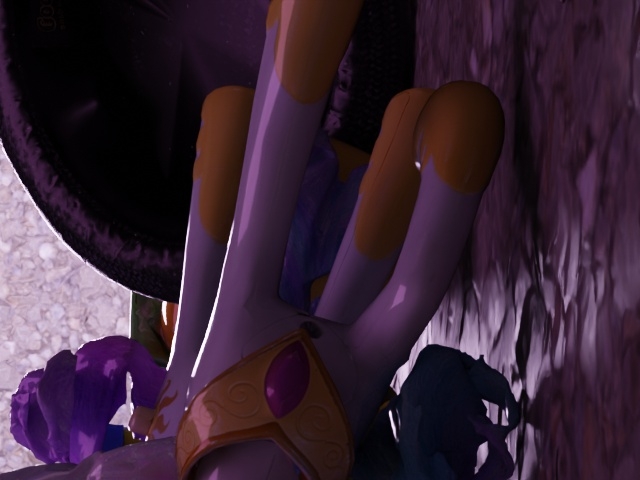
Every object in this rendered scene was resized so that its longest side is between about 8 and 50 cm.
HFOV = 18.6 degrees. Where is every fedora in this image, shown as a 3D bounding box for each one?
[{"bbox_3d":[-0.054,-0.127,1.205,0.152,0.334,0.334,-2,-85,-59],"label":"fedora"}]

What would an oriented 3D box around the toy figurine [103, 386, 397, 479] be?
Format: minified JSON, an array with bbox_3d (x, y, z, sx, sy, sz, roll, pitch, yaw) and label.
[{"bbox_3d":[-0.084,0.176,1.146,0.362,0.217,0.191,122,158,-75],"label":"toy figurine"}]

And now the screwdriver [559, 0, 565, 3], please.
[{"bbox_3d":[0.081,-0.163,0.719,0.025,0.024,0.170,27,-126,-63],"label":"screwdriver"}]

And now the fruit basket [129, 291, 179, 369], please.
[{"bbox_3d":[-0.065,0.009,1.706,0.327,0.165,0.353,-100,29,-64],"label":"fruit basket"}]

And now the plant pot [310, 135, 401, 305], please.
[{"bbox_3d":[0.000,0.000,1.034,0.134,0.095,0.134,0,-90,-87],"label":"plant pot"}]

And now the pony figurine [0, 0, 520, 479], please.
[{"bbox_3d":[-0.042,0.090,0.824,0.351,0.302,0.363,126,161,-66],"label":"pony figurine"}]
